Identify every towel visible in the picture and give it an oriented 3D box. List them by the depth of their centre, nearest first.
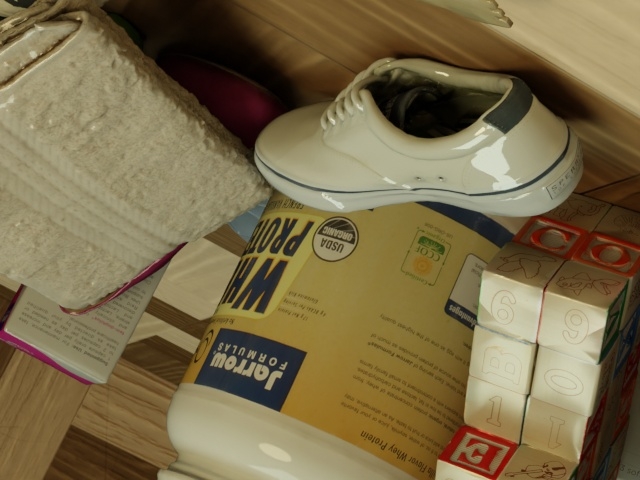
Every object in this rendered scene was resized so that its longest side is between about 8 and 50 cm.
[{"bbox_3d":[-0.161,-0.047,0.944,0.282,0.187,0.049,40,-156,-57],"label":"towel"}]

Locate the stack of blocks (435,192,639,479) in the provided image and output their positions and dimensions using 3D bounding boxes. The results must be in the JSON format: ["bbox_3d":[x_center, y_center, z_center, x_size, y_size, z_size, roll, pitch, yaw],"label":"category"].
[{"bbox_3d":[0.153,0.136,0.992,0.087,0.171,0.297,19,125,22],"label":"stack of blocks"}]

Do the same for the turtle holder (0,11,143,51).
[{"bbox_3d":[-0.268,-0.093,1.056,0.243,0.227,0.320,36,161,-31],"label":"turtle holder"}]

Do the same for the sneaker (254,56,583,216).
[{"bbox_3d":[0.048,-0.077,0.912,0.258,0.094,0.091,3,139,42],"label":"sneaker"}]

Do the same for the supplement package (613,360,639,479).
[{"bbox_3d":[0.287,0.159,1.189,0.262,0.145,0.204,19,165,22],"label":"supplement package"}]

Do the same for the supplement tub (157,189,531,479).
[{"bbox_3d":[0.022,0.101,1.080,0.228,0.316,0.228,23,165,7],"label":"supplement tub"}]

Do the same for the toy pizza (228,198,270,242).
[{"bbox_3d":[0.000,0.000,1.333,0.201,0.032,0.201,24,165,7],"label":"toy pizza"}]

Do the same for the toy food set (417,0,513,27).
[{"bbox_3d":[0.018,-0.177,0.695,0.132,0.038,0.192,24,172,36],"label":"toy food set"}]

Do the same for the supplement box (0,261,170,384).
[{"bbox_3d":[-0.212,0.020,1.376,0.114,0.220,0.111,29,165,-13],"label":"supplement box"}]

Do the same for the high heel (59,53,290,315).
[{"bbox_3d":[-0.129,-0.028,1.148,0.127,0.181,0.377,28,165,-9],"label":"high heel"}]

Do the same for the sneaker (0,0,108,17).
[{"bbox_3d":[-0.231,-0.216,0.832,0.235,0.094,0.153,34,175,5],"label":"sneaker"}]
